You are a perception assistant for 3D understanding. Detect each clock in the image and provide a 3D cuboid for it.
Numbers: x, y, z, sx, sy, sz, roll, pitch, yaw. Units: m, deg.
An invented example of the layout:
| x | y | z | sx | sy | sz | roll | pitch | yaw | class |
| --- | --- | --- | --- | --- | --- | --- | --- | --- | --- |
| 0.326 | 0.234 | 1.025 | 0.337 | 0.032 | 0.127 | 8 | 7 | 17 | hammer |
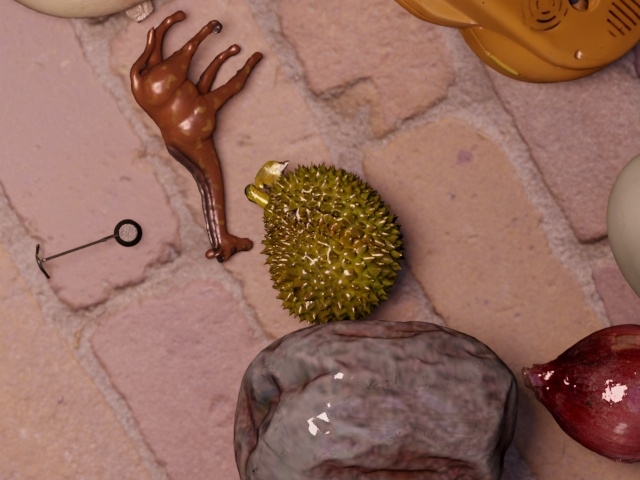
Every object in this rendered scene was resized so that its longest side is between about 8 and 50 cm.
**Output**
| x | y | z | sx | sy | sz | roll | pitch | yaw | class |
| --- | --- | --- | --- | --- | --- | --- | --- | --- | --- |
| 0.235 | -0.315 | 1.625 | 0.317 | 0.200 | 0.244 | 35 | 87 | -16 | clock |

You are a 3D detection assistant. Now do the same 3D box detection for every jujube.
| x | y | z | sx | sy | sz | roll | pitch | yaw | class |
| --- | --- | --- | --- | --- | --- | --- | --- | --- | --- |
| 0.069 | 0.198 | 1.570 | 0.308 | 0.215 | 0.247 | 9 | 121 | -20 | jujube |

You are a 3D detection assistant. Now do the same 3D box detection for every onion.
| x | y | z | sx | sy | sz | roll | pitch | yaw | class |
| --- | --- | --- | --- | --- | --- | --- | --- | --- | --- |
| 0.323 | 0.170 | 1.652 | 0.194 | 0.159 | 0.160 | 9 | 89 | 0 | onion |

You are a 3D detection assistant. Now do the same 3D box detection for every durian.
| x | y | z | sx | sy | sz | roll | pitch | yaw | class |
| --- | --- | --- | --- | --- | --- | --- | --- | --- | --- |
| 0.015 | -0.001 | 1.599 | 0.159 | 0.146 | 0.198 | -18 | 105 | -14 | durian |

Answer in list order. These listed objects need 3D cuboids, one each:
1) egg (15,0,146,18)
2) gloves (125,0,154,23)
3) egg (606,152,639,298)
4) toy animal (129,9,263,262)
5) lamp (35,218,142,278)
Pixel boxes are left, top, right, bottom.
| x | y | z | sx | sy | sz | roll | pitch | yaw | class |
| --- | --- | --- | --- | --- | --- | --- | --- | --- | --- |
| -0.263 | -0.357 | 1.531 | 0.271 | 0.162 | 0.206 | 16 | 73 | -5 | egg |
| -0.209 | -0.275 | 1.622 | 0.081 | 0.037 | 0.044 | 44 | 48 | -2 | gloves |
| 0.436 | 0.009 | 1.651 | 0.183 | 0.183 | 0.264 | -37 | 101 | -8 | egg |
| -0.131 | -0.116 | 1.622 | 0.224 | 0.066 | 0.230 | 32 | 75 | -27 | toy animal |
| -0.255 | 0.006 | 1.601 | 0.121 | 0.054 | 0.041 | -19 | 93 | -9 | lamp |
